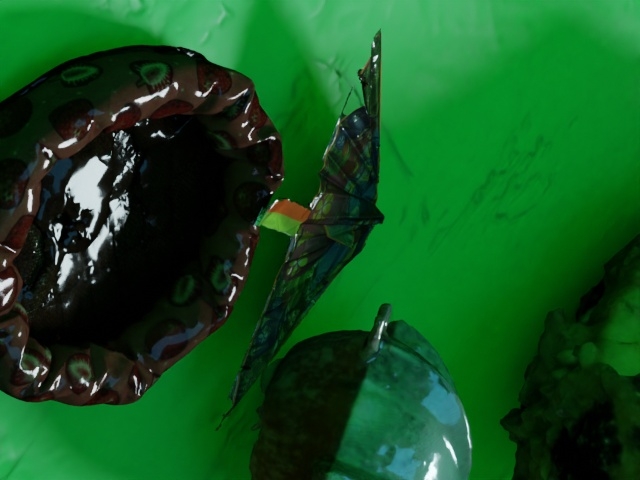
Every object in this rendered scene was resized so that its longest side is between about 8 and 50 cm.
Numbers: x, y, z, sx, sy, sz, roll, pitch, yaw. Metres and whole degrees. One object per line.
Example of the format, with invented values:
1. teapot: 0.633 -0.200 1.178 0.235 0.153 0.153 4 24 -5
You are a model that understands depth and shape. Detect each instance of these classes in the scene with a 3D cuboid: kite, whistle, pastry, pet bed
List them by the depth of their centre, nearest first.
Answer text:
1. pet bed: -0.104 -0.005 0.799 0.201 0.053 0.201 -24 128 -34
2. kite: 0.000 0.000 0.904 0.241 0.014 0.183 -65 160 4
3. whistle: 0.011 0.175 0.982 0.133 0.142 0.346 4 127 -10
4. pastry: 0.297 0.141 1.155 0.405 0.292 0.337 -48 150 -34
